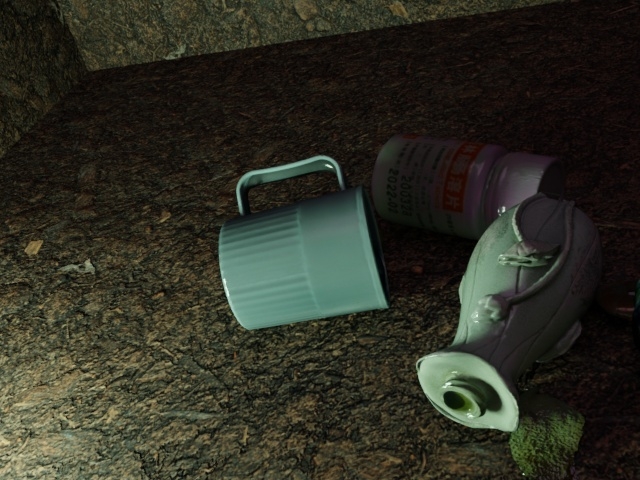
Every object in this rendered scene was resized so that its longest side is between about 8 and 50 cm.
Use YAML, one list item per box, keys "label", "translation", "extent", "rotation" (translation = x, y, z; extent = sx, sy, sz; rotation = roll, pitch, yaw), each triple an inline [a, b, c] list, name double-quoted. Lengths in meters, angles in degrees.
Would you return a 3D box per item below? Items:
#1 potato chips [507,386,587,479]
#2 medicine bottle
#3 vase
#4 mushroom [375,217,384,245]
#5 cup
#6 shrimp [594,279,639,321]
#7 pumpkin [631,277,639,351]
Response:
- label: "potato chips"
  translation: [0.372, 0.317, 1.124]
  extent: [0.142, 0.026, 0.209]
  rotation: [-20, 34, -1]
- label: "medicine bottle"
  translation: [0.327, -0.114, 1.548]
  extent: [0.388, 0.219, 0.219]
  rotation: [15, 46, 35]
- label: "vase"
  translation: [0.341, 0.121, 1.221]
  extent: [0.250, 0.249, 0.445]
  rotation: [13, 47, 34]
- label: "mushroom"
  translation: [0.000, 0.000, 1.642]
  extent: [0.312, 0.081, 0.100]
  rotation: [-5, 34, 21]
- label: "cup"
  translation: [-0.040, 0.011, 1.434]
  extent: [0.311, 0.331, 0.257]
  rotation: [-13, 16, 8]
- label: "shrimp"
  translation: [0.641, 0.113, 1.274]
  extent: [0.251, 0.052, 0.143]
  rotation: [11, 31, 21]
- label: "pumpkin"
  translation: [0.673, 0.127, 1.044]
  extent: [0.364, 0.266, 0.363]
  rotation: [-6, 54, 9]
